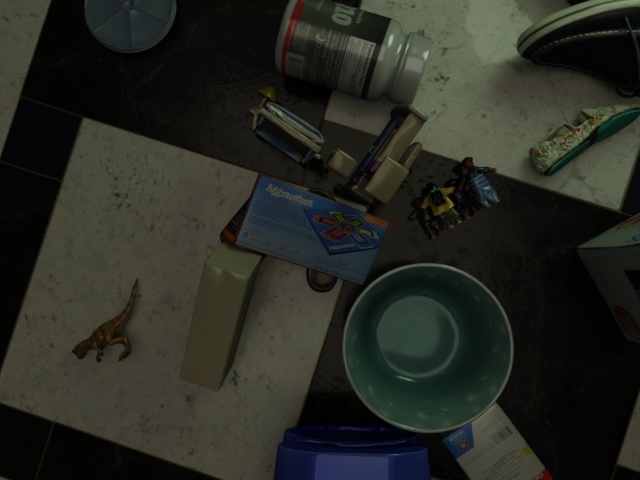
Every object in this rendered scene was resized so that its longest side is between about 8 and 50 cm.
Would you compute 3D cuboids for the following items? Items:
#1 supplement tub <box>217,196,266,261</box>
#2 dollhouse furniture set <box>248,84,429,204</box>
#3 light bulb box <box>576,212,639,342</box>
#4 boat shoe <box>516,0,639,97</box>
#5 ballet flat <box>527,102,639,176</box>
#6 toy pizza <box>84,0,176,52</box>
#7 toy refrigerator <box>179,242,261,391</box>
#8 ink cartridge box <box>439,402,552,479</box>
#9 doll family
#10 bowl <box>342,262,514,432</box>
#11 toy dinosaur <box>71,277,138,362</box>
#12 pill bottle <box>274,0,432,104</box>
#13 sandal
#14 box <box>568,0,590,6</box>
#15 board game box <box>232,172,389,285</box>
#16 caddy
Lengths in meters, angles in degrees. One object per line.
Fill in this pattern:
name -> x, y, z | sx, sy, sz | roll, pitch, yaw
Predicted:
supplement tub -> -0.133, -0.022, 1.116 | 0.106, 0.106, 0.198 | 40, 91, 3
dollhouse furniture set -> 0.024, -0.234, 1.024 | 0.303, 0.286, 0.198 | 33, 90, -9
light bulb box -> 0.724, 0.016, 0.953 | 0.361, 0.358, 0.225 | -29, 86, 0
boat shoe -> 0.636, -0.360, 1.055 | 0.501, 0.187, 0.155 | 2, 83, -3
ballet flat -> 0.529, -0.222, 1.107 | 0.241, 0.091, 0.077 | -32, 66, -2
toy pizza -> -0.406, -0.500, 1.174 | 0.201, 0.032, 0.201 | 0, 88, 3
toy refrigerator -> -0.200, 0.150, 1.068 | 0.094, 0.102, 0.269 | 18, 114, 2
ink cartridge box -> 0.360, 0.447, 1.100 | 0.134, 0.078, 0.231 | -36, 88, 2
doll family -> 0.272, -0.091, 1.120 | 0.193, 0.076, 0.111 | -29, 83, -3
bowl -> 0.198, 0.198, 1.069 | 0.312, 0.163, 0.311 | 0, 88, 3
toy dinosaur -> -0.436, 0.191, 1.147 | 0.211, 0.064, 0.112 | -42, 86, 1
pill bottle -> 0.066, -0.374, 1.087 | 0.283, 0.161, 0.161 | 17, 90, 2
sandal -> 0.000, 0.000, 1.132 | 0.090, 0.060, 0.219 | 2, 89, 2
box -> 0.536, -0.590, 1.068 | 0.143, 0.165, 0.270 | -36, 87, 1
board game box -> -0.015, -0.017, 1.079 | 0.281, 0.027, 0.145 | 19, 100, -19
caddy -> 0.059, 0.465, 1.034 | 0.342, 0.241, 0.179 | 0, 84, 3
